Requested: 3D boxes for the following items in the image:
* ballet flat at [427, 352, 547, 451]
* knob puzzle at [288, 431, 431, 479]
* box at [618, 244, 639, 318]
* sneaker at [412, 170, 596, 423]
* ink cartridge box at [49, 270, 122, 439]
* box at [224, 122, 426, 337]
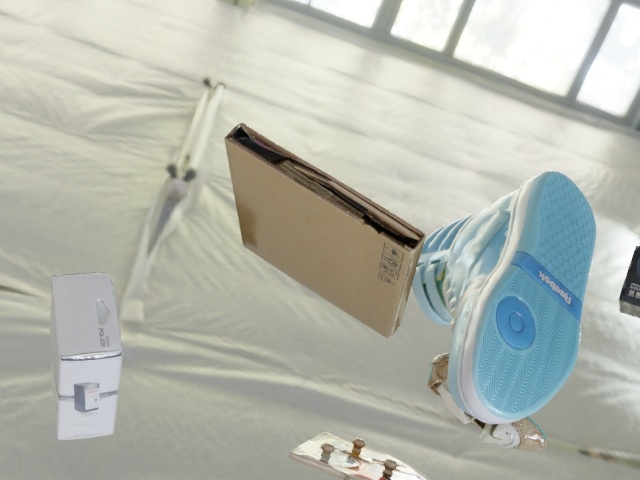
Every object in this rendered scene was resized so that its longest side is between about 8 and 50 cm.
[{"bbox_3d":[0.232,0.249,1.272,0.206,0.073,0.067,38,-131,2],"label":"ballet flat"},{"bbox_3d":[0.072,0.303,1.220,0.213,0.030,0.213,17,-179,0],"label":"knob puzzle"},{"bbox_3d":[0.481,0.075,1.183,0.147,0.077,0.180,18,177,21],"label":"box"},{"bbox_3d":[0.166,0.078,0.946,0.127,0.208,0.319,47,-132,-15],"label":"sneaker"},{"bbox_3d":[-0.355,0.175,1.334,0.092,0.218,0.158,-2,-132,-21],"label":"ink cartridge box"},{"bbox_3d":[0.000,0.000,0.718,0.164,0.201,0.021,32,-110,12],"label":"box"}]
